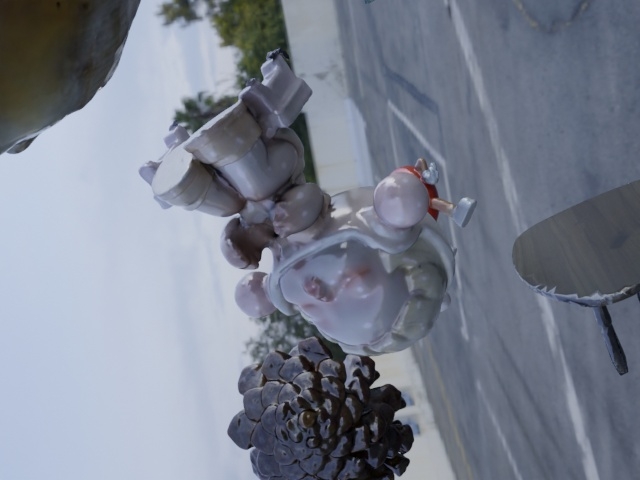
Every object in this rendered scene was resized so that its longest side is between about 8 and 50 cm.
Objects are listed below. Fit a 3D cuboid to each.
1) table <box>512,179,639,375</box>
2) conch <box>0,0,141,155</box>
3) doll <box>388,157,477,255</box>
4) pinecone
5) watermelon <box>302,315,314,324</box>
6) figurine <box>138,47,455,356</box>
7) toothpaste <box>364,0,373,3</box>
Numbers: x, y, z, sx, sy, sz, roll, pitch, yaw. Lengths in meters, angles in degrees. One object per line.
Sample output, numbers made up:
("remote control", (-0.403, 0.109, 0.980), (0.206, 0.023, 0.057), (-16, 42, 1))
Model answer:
("table", (0.435, 0.075, 0.974), (0.249, 0.317, 0.317), (60, -173, -13))
("conch", (-0.148, -0.138, 0.312), (0.324, 0.186, 0.263), (126, 148, -46))
("doll", (0.174, -0.063, 1.450), (0.217, 0.085, 0.183), (48, 135, 39))
("pinecone", (0.007, 0.241, 1.039), (0.201, 0.203, 0.228), (5, -108, -48))
("watermelon", (0.010, 0.102, 1.228), (0.163, 0.069, 0.086), (0, 118, 63))
("figurine", (-0.003, -0.003, 0.608), (0.256, 0.182, 0.144), (45, -166, -21))
("toothpaste", (0.183, -0.451, 1.200), (0.048, 0.297, 0.074), (52, 172, 28))
